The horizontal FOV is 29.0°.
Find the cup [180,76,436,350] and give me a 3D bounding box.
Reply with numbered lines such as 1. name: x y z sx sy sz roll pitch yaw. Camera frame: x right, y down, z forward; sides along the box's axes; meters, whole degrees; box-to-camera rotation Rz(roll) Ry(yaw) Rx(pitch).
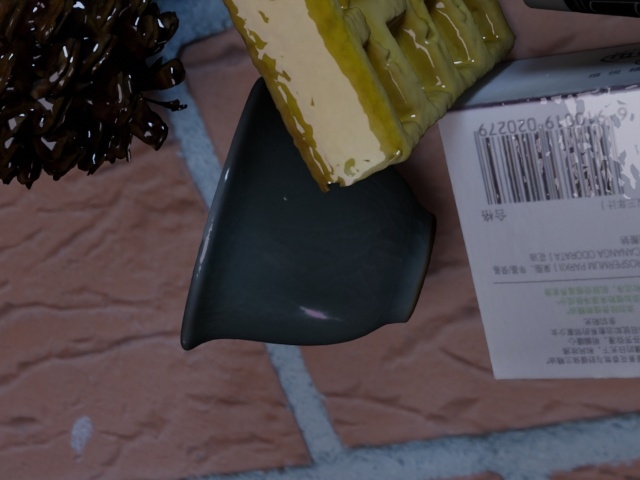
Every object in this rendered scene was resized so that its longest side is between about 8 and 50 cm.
1. cup: 0.000 0.000 0.869 0.150 0.199 0.199 16 121 -2

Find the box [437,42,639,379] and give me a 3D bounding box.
1. box: 0.222 -0.021 0.768 0.260 0.111 0.195 -4 112 26

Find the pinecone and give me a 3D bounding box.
1. pinecone: -0.199 -0.135 0.875 0.221 0.221 0.222 11 118 22

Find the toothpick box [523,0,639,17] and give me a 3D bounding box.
1. toothpick box: 0.211 -0.179 0.699 0.180 0.111 0.111 9 117 24

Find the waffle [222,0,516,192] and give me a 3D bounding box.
1. waffle: 0.019 -0.172 0.716 0.055 0.248 0.221 -19 105 33
